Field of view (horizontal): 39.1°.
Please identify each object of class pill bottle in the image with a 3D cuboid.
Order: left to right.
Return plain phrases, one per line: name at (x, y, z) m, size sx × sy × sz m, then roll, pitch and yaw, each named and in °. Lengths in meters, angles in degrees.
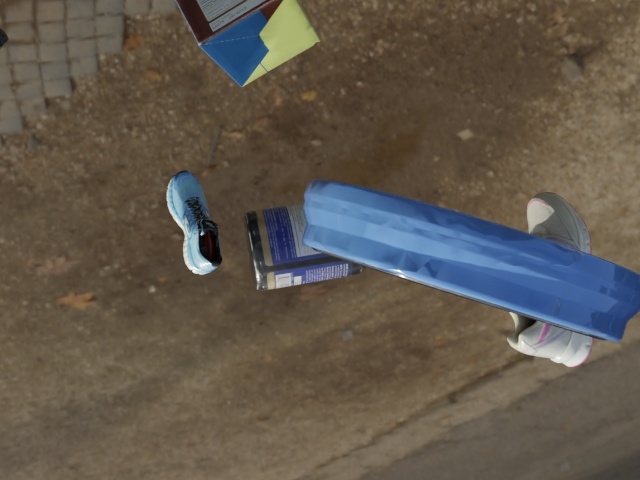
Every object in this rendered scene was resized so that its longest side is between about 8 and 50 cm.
pill bottle at (0.000, 0.000, 1.364) m, size 0.219 × 0.123 × 0.123 m, roll -9°, pitch 154°, yaw -7°

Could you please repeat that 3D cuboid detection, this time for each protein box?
protein box at (-0.120, -0.347, 1.209) m, size 0.136 × 0.201 × 0.200 m, roll -29°, pitch 170°, yaw 7°

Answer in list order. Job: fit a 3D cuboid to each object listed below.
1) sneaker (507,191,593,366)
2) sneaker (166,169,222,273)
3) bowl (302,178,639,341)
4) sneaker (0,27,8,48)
sneaker at (0.313, 0.051, 1.279) m, size 0.111 × 0.252 × 0.103 m, roll 4°, pitch 163°, yaw -17°
sneaker at (-0.180, -0.030, 1.369) m, size 0.063 × 0.162 × 0.073 m, roll -21°, pitch -172°, yaw -33°
bowl at (0.161, 0.025, 1.008) m, size 0.391 × 0.077 × 0.391 m, roll 17°, pitch 179°, yaw 0°
sneaker at (-0.469, -0.299, 1.242) m, size 0.089 × 0.051 × 0.170 m, roll 10°, pitch 120°, yaw -49°
